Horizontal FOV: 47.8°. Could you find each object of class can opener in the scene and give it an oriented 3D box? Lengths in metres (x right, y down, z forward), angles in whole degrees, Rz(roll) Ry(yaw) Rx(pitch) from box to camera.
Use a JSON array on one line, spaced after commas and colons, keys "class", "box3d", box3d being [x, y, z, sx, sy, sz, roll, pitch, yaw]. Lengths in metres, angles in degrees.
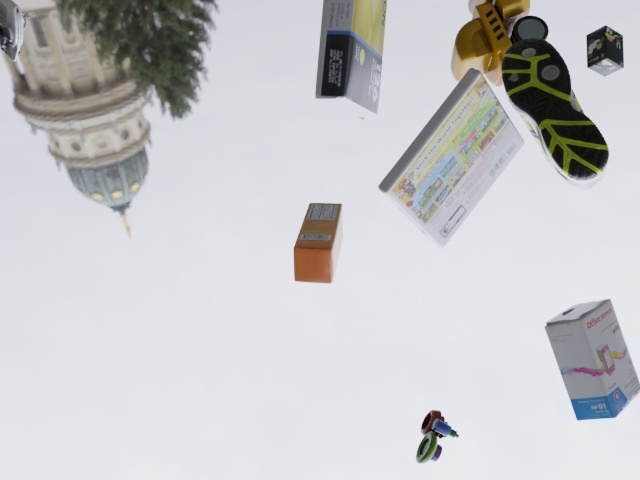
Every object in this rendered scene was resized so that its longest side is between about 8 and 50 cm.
[{"class": "can opener", "box3d": [-0.469, -0.321, 0.968, 0.093, 0.074, 0.280, -9, -141, -39]}]

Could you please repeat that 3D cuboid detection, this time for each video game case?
[{"class": "video game case", "box3d": [0.211, -0.120, 1.128, 0.227, 0.206, 0.026, -52, -132, 0]}]

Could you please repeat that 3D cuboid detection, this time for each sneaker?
[{"class": "sneaker", "box3d": [0.504, -0.274, 1.595, 0.145, 0.147, 0.385, -20, -114, 11]}]

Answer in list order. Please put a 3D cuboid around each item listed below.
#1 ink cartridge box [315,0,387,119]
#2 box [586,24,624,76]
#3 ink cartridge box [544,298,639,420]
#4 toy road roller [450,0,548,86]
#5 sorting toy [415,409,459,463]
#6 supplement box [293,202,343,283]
[{"class": "ink cartridge box", "box3d": [0.078, -0.391, 1.343, 0.072, 0.304, 0.307, 5, -176, 20]}, {"class": "box", "box3d": [0.617, -0.410, 1.566, 0.062, 0.052, 0.083, 16, -110, -29]}, {"class": "ink cartridge box", "box3d": [0.327, 0.141, 0.866, 0.088, 0.122, 0.052, -19, 179, -44]}, {"class": "toy road roller", "box3d": [0.458, -0.583, 2.003, 0.240, 0.202, 0.329, -19, -107, -3]}, {"class": "sorting toy", "box3d": [0.180, 0.301, 1.100, 0.042, 0.061, 0.102, 29, -145, -5]}, {"class": "supplement box", "box3d": [0.000, 0.000, 1.437, 0.080, 0.078, 0.233, 3, -156, 8]}]
